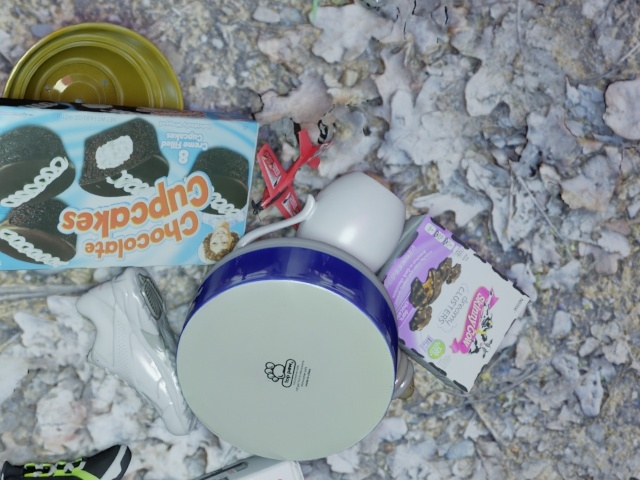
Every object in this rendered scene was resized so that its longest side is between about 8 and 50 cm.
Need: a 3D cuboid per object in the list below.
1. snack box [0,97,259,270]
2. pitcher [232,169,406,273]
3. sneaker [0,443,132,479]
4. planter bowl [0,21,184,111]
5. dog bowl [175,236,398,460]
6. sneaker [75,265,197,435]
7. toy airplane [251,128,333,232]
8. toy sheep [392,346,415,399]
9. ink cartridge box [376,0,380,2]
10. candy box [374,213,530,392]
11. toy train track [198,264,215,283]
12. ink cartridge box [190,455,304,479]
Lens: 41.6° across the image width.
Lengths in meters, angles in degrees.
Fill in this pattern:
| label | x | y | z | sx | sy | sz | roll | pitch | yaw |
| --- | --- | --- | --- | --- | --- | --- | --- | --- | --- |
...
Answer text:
| label | x | y | z | sx | sy | sz | roll | pitch | yaw |
| --- | --- | --- | --- | --- | --- | --- | --- | --- | --- |
| snack box | -0.238 | -0.063 | 0.998 | 0.322 | 0.060 | 0.187 | -1 | 110 | -31 |
| pitcher | 0.000 | 0.000 | 1.093 | 0.178 | 0.125 | 0.207 | 39 | 87 | -29 |
| sneaker | -0.344 | 0.302 | 1.018 | 0.234 | 0.084 | 0.097 | -32 | 96 | -14 |
| planter bowl | -0.283 | -0.159 | 1.024 | 0.217 | 0.090 | 0.217 | -12 | 115 | -26 |
| dog bowl | -0.038 | 0.134 | 1.025 | 0.265 | 0.104 | 0.265 | 2 | 116 | 4 |
| sneaker | -0.230 | 0.148 | 1.063 | 0.115 | 0.090 | 0.232 | -19 | 103 | 11 |
| toy airplane | -0.041 | -0.087 | 1.113 | 0.151 | 0.028 | 0.151 | -23 | 124 | -39 |
| toy sheep | 0.075 | 0.173 | 1.137 | 0.132 | 0.091 | 0.091 | 35 | 80 | -21 |
| ink cartridge box | 0.102 | -0.462 | 1.174 | 0.206 | 0.045 | 0.208 | -32 | 96 | -14 |
| candy box | 0.164 | 0.086 | 1.169 | 0.196 | 0.070 | 0.165 | 37 | 79 | -12 |
| toy train track | -0.122 | 0.044 | 1.121 | 0.083 | 0.014 | 0.048 | -17 | 87 | -21 |
| ink cartridge box | -0.116 | 0.378 | 1.076 | 0.218 | 0.092 | 0.159 | -18 | 94 | -13 |
